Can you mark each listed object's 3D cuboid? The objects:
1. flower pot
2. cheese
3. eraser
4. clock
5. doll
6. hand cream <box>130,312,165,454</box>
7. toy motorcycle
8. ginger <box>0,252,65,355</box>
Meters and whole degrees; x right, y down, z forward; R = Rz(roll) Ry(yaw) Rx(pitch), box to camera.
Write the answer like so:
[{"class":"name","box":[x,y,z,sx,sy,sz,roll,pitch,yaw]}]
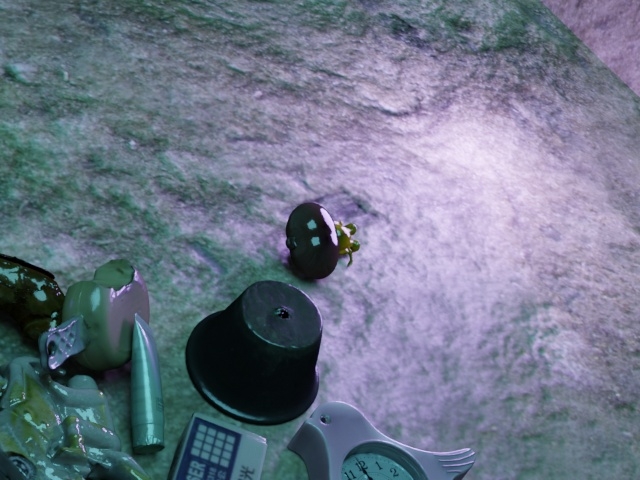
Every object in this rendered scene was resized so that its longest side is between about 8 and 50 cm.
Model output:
[{"class":"flower pot","box":[-0.086,0.162,1.669,0.235,0.148,0.235,17,41,-15]},{"class":"cheese","box":[-0.337,0.124,1.515,0.082,0.163,0.286,-1,8,14]},{"class":"eraser","box":[-0.164,0.382,1.439,0.124,0.081,0.279,23,40,-8]},{"class":"clock","box":[0.114,0.371,1.614,0.290,0.080,0.275,-6,51,-35]},{"class":"doll","box":[0.002,0.009,1.935,0.188,0.096,0.145,30,57,-44]},{"class":"hand cream","box":[-0.262,0.216,1.544,0.050,0.078,0.205,-11,64,9]},{"class":"toy motorcycle","box":[-0.367,0.271,1.426,0.340,0.108,0.223,41,33,13]},{"class":"ginger","box":[-0.506,0.069,1.556,0.309,0.107,0.133,26,35,-8]}]
